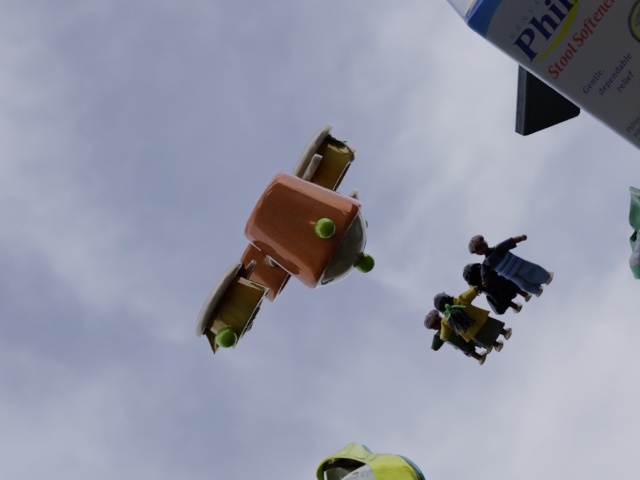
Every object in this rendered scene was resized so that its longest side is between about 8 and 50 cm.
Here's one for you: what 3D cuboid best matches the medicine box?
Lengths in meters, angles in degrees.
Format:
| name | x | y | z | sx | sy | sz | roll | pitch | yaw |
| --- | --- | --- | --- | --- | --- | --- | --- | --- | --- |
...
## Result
| name | x | y | z | sx | sy | sz | roll | pitch | yaw |
| --- | --- | --- | --- | --- | --- | --- | --- | --- | --- |
| medicine box | 0.281 | -0.203 | 1.449 | 0.289 | 0.263 | 0.149 | 34 | -78 | -8 |

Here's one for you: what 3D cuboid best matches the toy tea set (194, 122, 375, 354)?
| name | x | y | z | sx | sy | sz | roll | pitch | yaw |
| --- | --- | --- | --- | --- | --- | --- | --- | --- | --- |
| toy tea set | 0.000 | 0.000 | 1.523 | 0.200 | 0.124 | 0.336 | -62 | -3 | 28 |

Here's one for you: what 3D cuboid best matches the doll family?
| name | x | y | z | sx | sy | sz | roll | pitch | yaw |
| --- | --- | --- | --- | --- | --- | --- | --- | --- | --- |
| doll family | 0.198 | 0.068 | 1.847 | 0.111 | 0.076 | 0.193 | 32 | -79 | -7 |

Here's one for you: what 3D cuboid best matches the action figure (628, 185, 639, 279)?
| name | x | y | z | sx | sy | sz | roll | pitch | yaw |
| --- | --- | --- | --- | --- | --- | --- | --- | --- | --- |
| action figure | 0.385 | -0.001 | 1.620 | 0.232 | 0.137 | 0.063 | -54 | -28 | -55 |

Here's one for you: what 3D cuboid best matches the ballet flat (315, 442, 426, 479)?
| name | x | y | z | sx | sy | sz | roll | pitch | yaw |
| --- | --- | --- | --- | --- | --- | --- | --- | --- | --- |
| ballet flat | 0.050 | 0.278 | 1.702 | 0.077 | 0.231 | 0.077 | -13 | -86 | -16 |

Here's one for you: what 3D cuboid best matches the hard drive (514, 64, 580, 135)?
| name | x | y | z | sx | sy | sz | roll | pitch | yaw |
| --- | --- | --- | --- | --- | --- | --- | --- | --- | --- |
| hard drive | 0.268 | -0.196 | 1.739 | 0.094 | 0.022 | 0.135 | -22 | -55 | -31 |
